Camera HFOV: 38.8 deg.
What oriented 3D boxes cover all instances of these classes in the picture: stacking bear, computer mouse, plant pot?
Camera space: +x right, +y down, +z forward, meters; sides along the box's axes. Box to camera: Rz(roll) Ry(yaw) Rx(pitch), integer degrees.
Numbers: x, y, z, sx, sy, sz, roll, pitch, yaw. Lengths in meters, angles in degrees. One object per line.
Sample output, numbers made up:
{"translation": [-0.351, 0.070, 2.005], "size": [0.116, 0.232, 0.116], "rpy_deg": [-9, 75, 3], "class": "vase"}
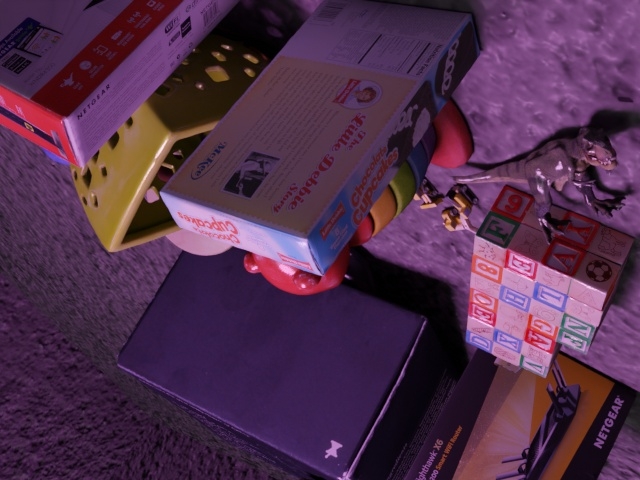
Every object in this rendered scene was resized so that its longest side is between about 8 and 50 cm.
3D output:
{"translation": [0.028, -0.060, 1.055], "size": [0.175, 0.289, 0.164], "rpy_deg": [19, 152, 31], "class": "stacking bear"}
{"translation": [0.000, 0.000, 1.465], "size": [0.262, 0.060, 0.184], "rpy_deg": [33, 163, 0], "class": "computer mouse"}
{"translation": [-0.195, -0.154, 1.122], "size": [0.207, 0.227, 0.228], "rpy_deg": [52, 133, 15], "class": "plant pot"}

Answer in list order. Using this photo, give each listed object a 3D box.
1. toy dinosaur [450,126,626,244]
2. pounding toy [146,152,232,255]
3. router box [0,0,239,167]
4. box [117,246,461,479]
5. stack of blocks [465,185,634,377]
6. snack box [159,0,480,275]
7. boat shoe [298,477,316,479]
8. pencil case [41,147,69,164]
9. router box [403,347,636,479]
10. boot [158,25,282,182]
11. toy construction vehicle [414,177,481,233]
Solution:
{"translation": [0.267, -0.062, 1.035], "size": [0.118, 0.064, 0.268], "rpy_deg": [48, 156, -13], "class": "toy dinosaur"}
{"translation": [-0.194, -0.099, 1.481], "size": [0.183, 0.110, 0.237], "rpy_deg": [-37, 92, 32], "class": "pounding toy"}
{"translation": [-0.278, -0.276, 0.986], "size": [0.301, 0.335, 0.082], "rpy_deg": [28, 152, 15], "class": "router box"}
{"translation": [-0.018, 0.266, 1.641], "size": [0.480, 0.297, 0.472], "rpy_deg": [20, 163, 29], "class": "box"}
{"translation": [0.294, 0.074, 1.210], "size": [0.171, 0.087, 0.297], "rpy_deg": [25, 154, 20], "class": "stack of blocks"}
{"translation": [0.006, -0.122, 0.928], "size": [0.187, 0.322, 0.060], "rpy_deg": [18, 149, 33], "class": "snack box"}
{"translation": [-0.020, 0.423, 1.489], "size": [0.060, 0.064, 0.178], "rpy_deg": [25, 166, 8], "class": "boat shoe"}
{"translation": [-0.420, -0.229, 1.517], "size": [0.133, 0.119, 0.306], "rpy_deg": [61, 160, 14], "class": "pencil case"}
{"translation": [0.296, 0.309, 1.372], "size": [0.243, 0.309, 0.081], "rpy_deg": [28, 158, 14], "class": "router box"}
{"translation": [-0.149, -0.159, 1.261], "size": [0.264, 0.096, 0.280], "rpy_deg": [24, 136, 30], "class": "boot"}
{"translation": [0.171, -0.041, 1.219], "size": [0.098, 0.035, 0.086], "rpy_deg": [47, 153, -25], "class": "toy construction vehicle"}
